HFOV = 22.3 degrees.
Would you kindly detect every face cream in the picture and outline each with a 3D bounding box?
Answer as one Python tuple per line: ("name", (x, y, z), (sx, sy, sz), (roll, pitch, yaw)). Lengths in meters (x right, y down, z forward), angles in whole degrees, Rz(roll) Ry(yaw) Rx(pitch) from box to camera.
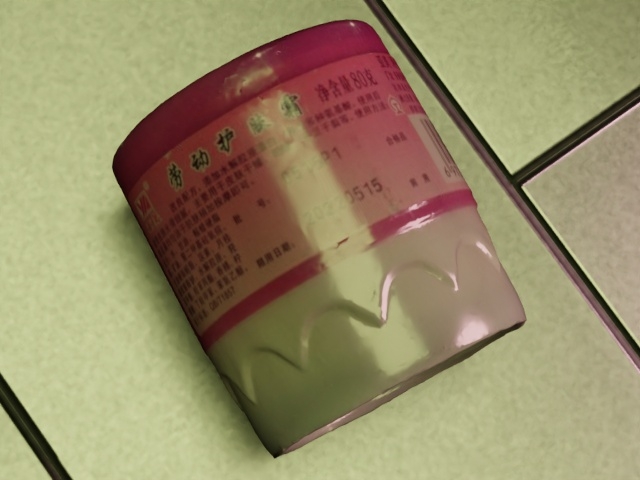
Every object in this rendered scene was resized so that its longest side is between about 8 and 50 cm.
("face cream", (0.000, 0.000, 0.915), (0.175, 0.175, 0.195), (-27, 80, -13))
